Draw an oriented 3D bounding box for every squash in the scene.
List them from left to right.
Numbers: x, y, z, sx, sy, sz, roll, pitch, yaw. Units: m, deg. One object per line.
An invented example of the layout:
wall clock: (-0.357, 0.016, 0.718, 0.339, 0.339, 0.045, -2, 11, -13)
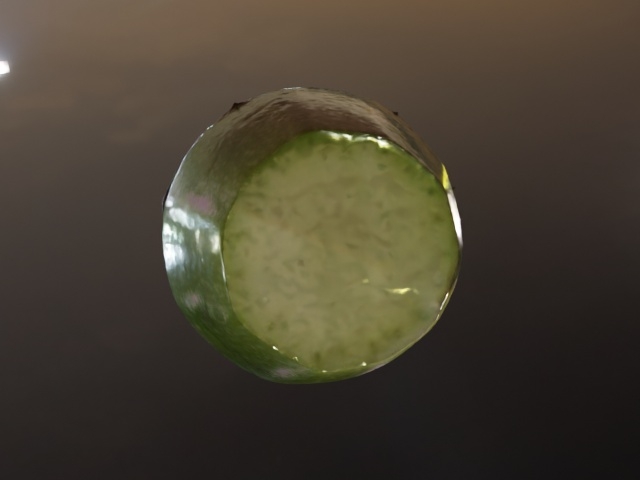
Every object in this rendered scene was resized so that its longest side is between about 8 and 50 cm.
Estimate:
squash: (0.000, 0.000, 0.670, 0.170, 0.170, 0.123, -7, -175, -5)
